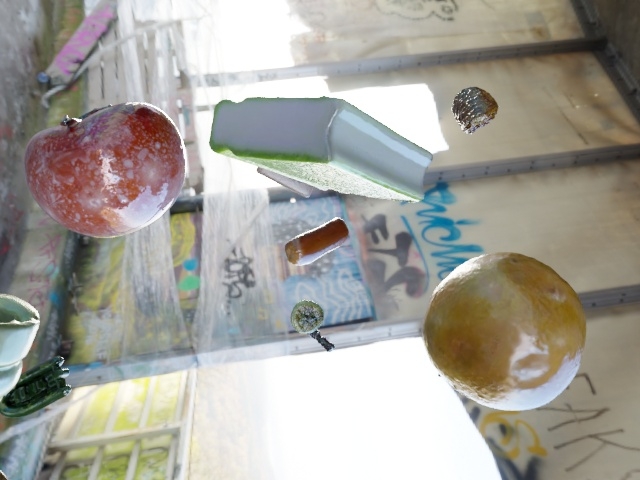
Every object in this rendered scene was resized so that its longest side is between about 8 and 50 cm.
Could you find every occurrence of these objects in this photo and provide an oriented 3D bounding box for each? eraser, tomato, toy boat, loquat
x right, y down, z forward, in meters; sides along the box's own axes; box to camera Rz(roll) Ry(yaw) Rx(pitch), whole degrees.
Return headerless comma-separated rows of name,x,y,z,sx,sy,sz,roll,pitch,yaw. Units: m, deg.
eraser,0.012,-0.127,0.760,0.274,0.210,0.092,8,92,-57
tomato,-0.373,-0.122,0.942,0.270,0.270,0.227,-112,-174,-68
toy boat,-0.698,0.363,1.291,0.104,0.210,0.052,66,8,14
loquat,0.374,0.187,1.093,0.328,0.329,0.328,173,-90,-84

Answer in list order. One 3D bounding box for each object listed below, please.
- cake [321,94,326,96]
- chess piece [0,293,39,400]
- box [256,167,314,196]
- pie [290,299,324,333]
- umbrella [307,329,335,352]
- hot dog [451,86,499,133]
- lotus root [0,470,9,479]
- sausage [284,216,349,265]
cake,0.055,-0.329,1.569,0.086,0.117,0.220,106,-14,-52
chess piece,-0.644,0.311,0.914,0.234,0.234,0.441,-131,-121,-79
box,-0.064,-0.126,1.012,0.048,0.115,0.025,-61,-165,8
pie,-0.030,0.181,1.247,0.021,0.084,0.084,179,-97,-70
umbrella,-0.011,0.334,1.844,0.144,0.037,0.040,38,-45,19
hot dog,0.214,-0.180,0.733,0.035,0.058,0.083,35,28,-30
lotus root,-0.463,0.426,0.587,0.250,0.316,0.315,-71,157,-69
sausage,0.000,0.000,1.641,0.089,0.300,0.083,54,-49,6
